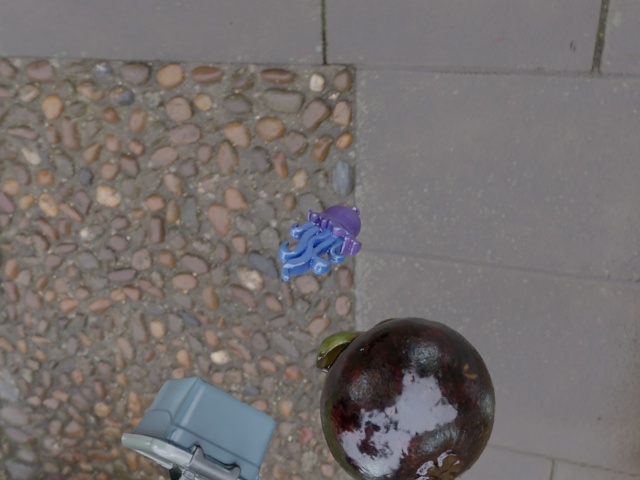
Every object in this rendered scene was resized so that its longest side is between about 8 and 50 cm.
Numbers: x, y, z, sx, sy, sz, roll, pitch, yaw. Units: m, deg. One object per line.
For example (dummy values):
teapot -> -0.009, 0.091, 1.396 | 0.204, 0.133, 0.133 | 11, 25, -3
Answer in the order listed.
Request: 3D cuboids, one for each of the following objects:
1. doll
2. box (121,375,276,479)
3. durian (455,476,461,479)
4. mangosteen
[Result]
doll -> 0.000, 0.000, 1.063 | 0.110, 0.206, 0.067 | 36, 140, 18
box -> -0.170, 0.278, 0.937 | 0.162, 0.130, 0.227 | 33, 156, -17
durian -> 0.169, 0.411, 1.242 | 0.159, 0.146, 0.198 | 37, 131, 6
mangosteen -> 0.126, 0.244, 1.039 | 0.288, 0.288, 0.288 | 8, 117, 16
